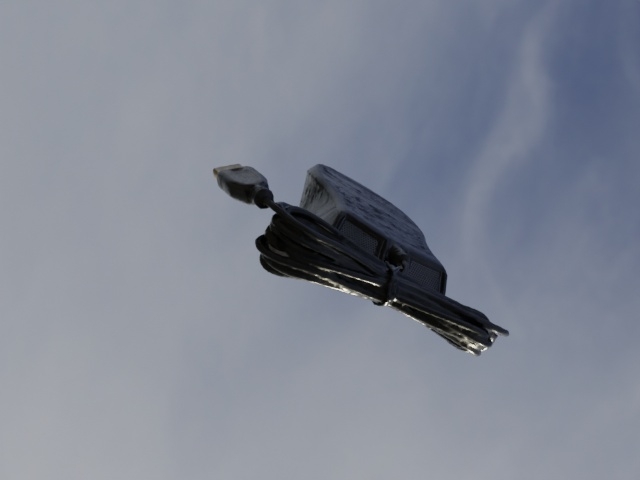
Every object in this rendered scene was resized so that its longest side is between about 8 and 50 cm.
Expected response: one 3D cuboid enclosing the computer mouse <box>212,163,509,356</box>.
[{"bbox_3d":[0.000,0.000,0.834,0.060,0.184,0.262,-59,-159,11],"label":"computer mouse"}]
